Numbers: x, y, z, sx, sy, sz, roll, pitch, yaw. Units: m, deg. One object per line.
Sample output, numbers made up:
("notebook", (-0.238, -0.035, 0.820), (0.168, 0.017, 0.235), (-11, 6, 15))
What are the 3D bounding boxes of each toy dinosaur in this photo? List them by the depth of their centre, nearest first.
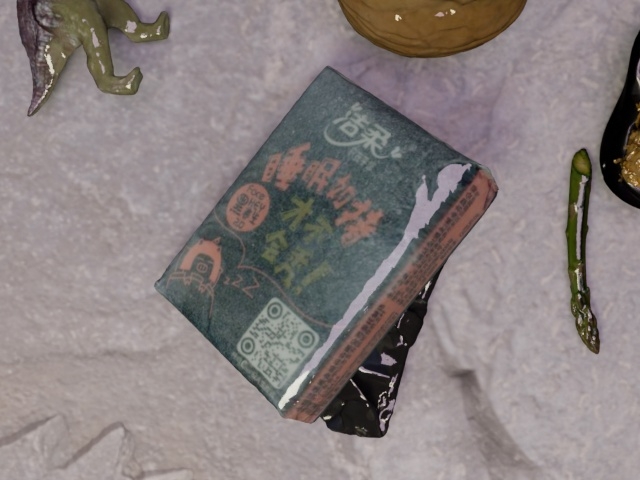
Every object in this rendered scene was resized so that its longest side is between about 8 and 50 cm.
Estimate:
("toy dinosaur", (-0.248, -0.276, 0.945), (0.162, 0.077, 0.294), (11, 78, 4))

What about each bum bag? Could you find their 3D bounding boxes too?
("bum bag", (0.058, 0.063, 0.956), (0.137, 0.074, 0.310), (20, 86, 14))

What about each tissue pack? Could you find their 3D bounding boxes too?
("tissue pack", (0.000, 0.000, 0.898), (0.228, 0.103, 0.315), (40, 93, 28))

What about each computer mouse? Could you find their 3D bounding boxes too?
("computer mouse", (0.387, -0.146, 0.934), (0.137, 0.096, 0.233), (19, 104, 8))

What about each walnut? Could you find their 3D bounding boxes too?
("walnut", (0.119, -0.299, 0.879), (0.228, 0.228, 0.227), (0, 93, 0))

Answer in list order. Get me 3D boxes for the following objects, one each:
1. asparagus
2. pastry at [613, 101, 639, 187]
("asparagus", (0.297, 0.013, 0.976), (0.034, 0.027, 0.236), (-2, 92, 11))
("pastry", (0.355, -0.116, 0.870), (0.080, 0.056, 0.140), (24, 110, 15))
